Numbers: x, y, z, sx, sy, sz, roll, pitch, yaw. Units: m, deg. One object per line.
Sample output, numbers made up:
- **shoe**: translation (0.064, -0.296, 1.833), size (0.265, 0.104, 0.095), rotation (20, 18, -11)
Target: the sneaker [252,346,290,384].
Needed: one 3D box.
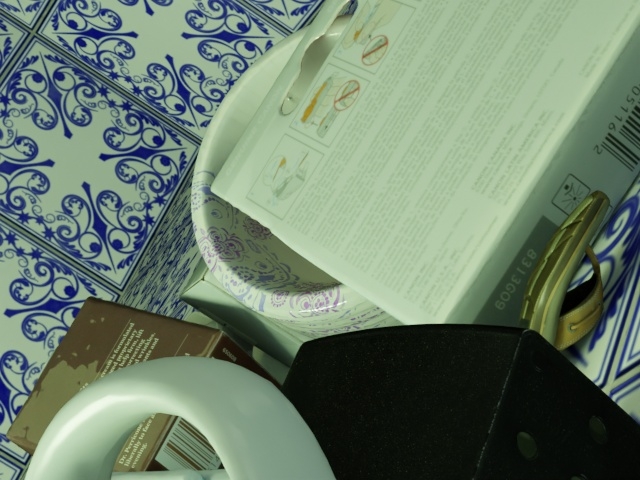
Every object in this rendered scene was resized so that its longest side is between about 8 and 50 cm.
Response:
- **sneaker**: translation (-0.034, 0.060, 1.755), size (0.094, 0.080, 0.212), rotation (-16, 51, 50)

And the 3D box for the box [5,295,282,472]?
- **box**: translation (-0.155, 0.178, 1.656), size (0.203, 0.167, 0.168), rotation (12, 65, 43)

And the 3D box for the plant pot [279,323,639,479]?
- **plant pot**: translation (0.077, 0.149, 0.897), size (0.167, 0.188, 0.187), rotation (-30, 26, 45)

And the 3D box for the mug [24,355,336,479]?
- **mug**: translation (-0.042, 0.234, 0.709), size (0.328, 0.276, 0.374), rotation (-30, 69, 50)

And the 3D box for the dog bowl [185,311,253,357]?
- **dog bowl**: translation (-0.155, 0.215, 1.957), size (0.348, 0.102, 0.349), rotation (-54, 11, 16)

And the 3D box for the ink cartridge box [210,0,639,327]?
- **ink cartridge box**: translation (0.098, -0.097, 1.368), size (0.308, 0.091, 0.385), rotation (-58, 34, 0)

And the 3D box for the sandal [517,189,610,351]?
- **sandal**: translation (0.162, 0.053, 1.150), size (0.072, 0.049, 0.180), rotation (-113, 42, -84)

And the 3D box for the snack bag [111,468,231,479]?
- **snack bag**: translation (-0.148, 0.299, 1.256), size (0.343, 0.037, 0.323), rotation (-9, 44, 44)

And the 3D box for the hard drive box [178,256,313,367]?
- **hard drive box**: translation (0.000, 0.000, 1.672), size (0.232, 0.181, 0.089), rotation (-60, 10, -22)

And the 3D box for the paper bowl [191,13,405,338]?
- **paper bowl**: translation (0.038, -0.047, 1.509), size (0.284, 0.148, 0.284), rotation (-14, 63, 30)
